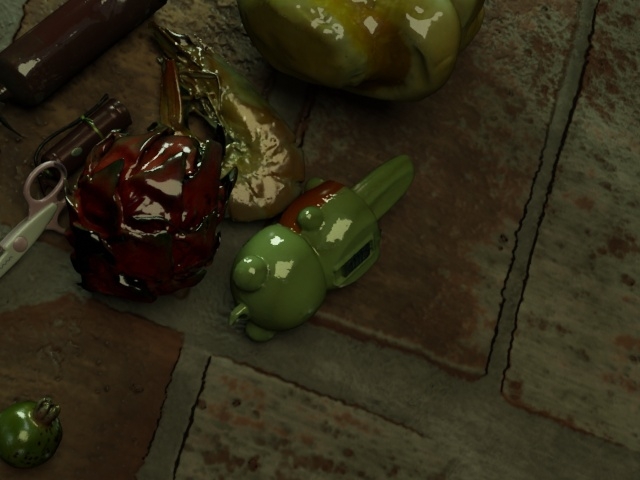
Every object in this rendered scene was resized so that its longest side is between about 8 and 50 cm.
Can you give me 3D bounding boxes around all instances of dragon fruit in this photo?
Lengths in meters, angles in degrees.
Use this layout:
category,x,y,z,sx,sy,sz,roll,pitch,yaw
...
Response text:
category,x,y,z,sx,sy,sz,roll,pitch,yaw
dragon fruit,-0.181,-0.030,1.341,0.182,0.182,0.188,0,82,-16

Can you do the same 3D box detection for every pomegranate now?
category,x,y,z,sx,sy,sz,roll,pitch,yaw
pomegranate,-0.288,0.190,1.292,0.084,0.073,0.073,-33,84,5

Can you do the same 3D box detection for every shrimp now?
category,x,y,z,sx,sy,sz,roll,pitch,yaw
shrimp,-0.124,-0.137,1.455,0.145,0.061,0.267,-31,86,-13

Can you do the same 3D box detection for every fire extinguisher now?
category,x,y,z,sx,sy,sz,roll,pitch,yaw
fire extinguisher,-0.279,-0.210,1.428,0.268,0.072,0.089,-44,121,-23
fire extinguisher,-0.265,-0.104,1.410,0.132,0.039,0.056,-44,111,-23

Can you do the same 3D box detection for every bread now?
category,x,y,z,sx,sy,sz,roll,pitch,yaw
bread,0.054,-0.304,1.479,0.300,0.210,0.341,24,68,4

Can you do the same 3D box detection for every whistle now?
category,x,y,z,sx,sy,sz,roll,pitch,yaw
whistle,0.000,0.000,1.414,0.106,0.131,0.288,32,62,29

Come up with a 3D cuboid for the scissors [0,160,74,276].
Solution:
category,x,y,z,sx,sy,sz,roll,pitch,yaw
scissors,-0.318,-0.002,1.365,0.176,0.022,0.085,-49,125,-16
